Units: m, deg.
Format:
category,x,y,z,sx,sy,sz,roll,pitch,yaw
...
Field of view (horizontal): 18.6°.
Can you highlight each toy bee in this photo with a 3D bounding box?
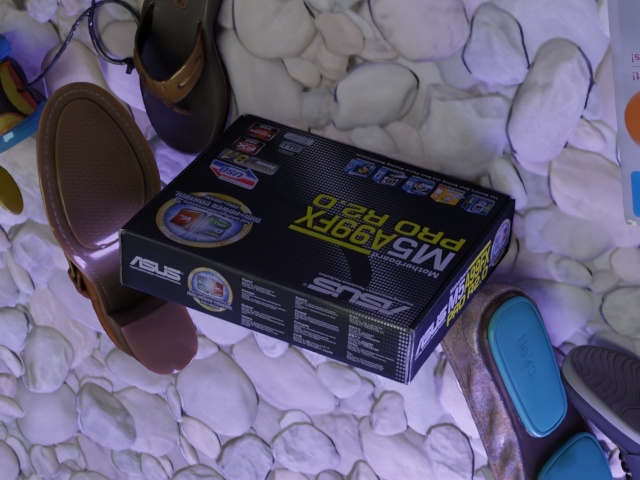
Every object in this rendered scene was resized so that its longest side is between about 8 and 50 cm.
category,x,y,z,sx,sy,sz,roll,pitch,yaw
toy bee,-0.323,-0.128,1.787,0.195,0.162,0.298,43,132,2

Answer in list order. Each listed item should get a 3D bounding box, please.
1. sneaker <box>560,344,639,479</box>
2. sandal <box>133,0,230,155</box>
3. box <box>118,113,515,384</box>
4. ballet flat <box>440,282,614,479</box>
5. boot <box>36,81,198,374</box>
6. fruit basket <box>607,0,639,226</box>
category,x,y,z,sx,sy,sz,roll,pitch,yaw
sneaker,0.279,0.192,1.688,0.222,0.083,0.118,38,132,2
sandal,-0.125,-0.168,1.706,0.090,0.060,0.219,22,129,17
box,0.000,0.000,1.639,0.270,0.216,0.060,19,128,21
ballet flat,0.184,0.174,1.740,0.106,0.107,0.316,6,120,52
boot,-0.198,-0.025,1.779,0.283,0.109,0.220,64,170,-20
fruit basket,0.345,-0.151,1.345,0.327,0.165,0.353,6,113,28
